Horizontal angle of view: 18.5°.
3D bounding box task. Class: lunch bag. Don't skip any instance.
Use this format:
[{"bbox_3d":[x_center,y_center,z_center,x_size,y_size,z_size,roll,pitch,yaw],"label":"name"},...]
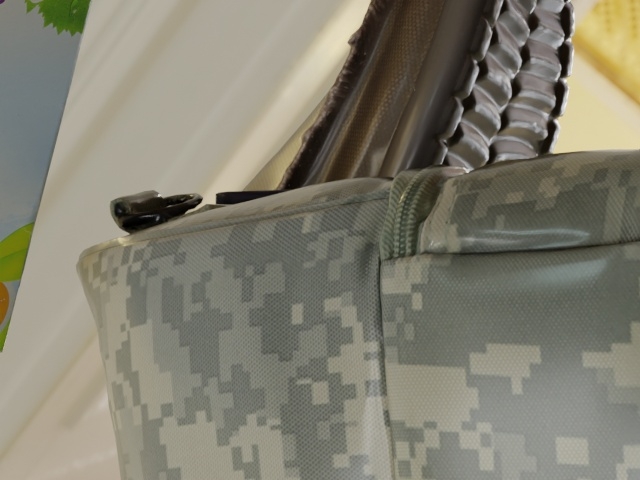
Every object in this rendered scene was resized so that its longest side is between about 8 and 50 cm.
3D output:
[{"bbox_3d":[0.040,0.121,0.679,0.212,0.256,0.305,11,-105,-66],"label":"lunch bag"}]

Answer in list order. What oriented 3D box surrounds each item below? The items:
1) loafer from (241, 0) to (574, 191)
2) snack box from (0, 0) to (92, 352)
[{"bbox_3d":[0.000,0.000,0.880,0.130,0.366,0.134,22,179,26],"label":"loafer"},{"bbox_3d":[-0.161,-0.046,0.571,0.174,0.207,0.070,-12,-133,-37],"label":"snack box"}]
